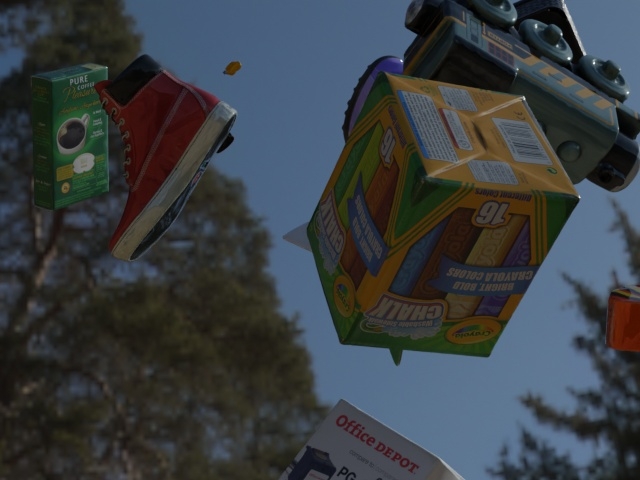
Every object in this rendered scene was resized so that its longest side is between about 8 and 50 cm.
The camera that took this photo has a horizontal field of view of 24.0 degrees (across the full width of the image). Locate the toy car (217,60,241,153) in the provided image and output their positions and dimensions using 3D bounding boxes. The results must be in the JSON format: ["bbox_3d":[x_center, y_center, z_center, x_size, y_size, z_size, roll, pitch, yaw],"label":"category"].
[{"bbox_3d":[-0.128,-0.182,2.045,0.060,0.040,0.122,31,-88,-20],"label":"toy car"}]

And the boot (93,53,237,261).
[{"bbox_3d":[-0.243,-0.109,1.933,0.176,0.244,0.088,32,-1,4],"label":"boot"}]

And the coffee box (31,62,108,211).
[{"bbox_3d":[-0.337,-0.142,2.029,0.040,0.113,0.184,16,-64,33],"label":"coffee box"}]

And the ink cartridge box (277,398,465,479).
[{"bbox_3d":[0.026,0.310,1.600,0.237,0.172,0.100,-52,-47,-11],"label":"ink cartridge box"}]

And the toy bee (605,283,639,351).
[{"bbox_3d":[0.444,0.094,1.514,0.298,0.162,0.195,28,-71,14],"label":"toy bee"}]

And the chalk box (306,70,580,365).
[{"bbox_3d":[0.104,0.000,1.553,0.179,0.180,0.289,7,-52,-24],"label":"chalk box"}]

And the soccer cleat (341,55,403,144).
[{"bbox_3d":[0.087,-0.088,2.016,0.109,0.318,0.116,11,3,-41],"label":"soccer cleat"}]

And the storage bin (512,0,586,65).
[{"bbox_3d":[0.304,-0.237,2.065,0.122,0.084,0.180,-22,-67,15],"label":"storage bin"}]

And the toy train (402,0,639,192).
[{"bbox_3d":[0.243,-0.176,1.795,0.334,0.190,0.142,30,-56,-15],"label":"toy train"}]

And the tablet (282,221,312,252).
[{"bbox_3d":[0.000,0.000,1.866,0.054,0.083,0.006,-30,-48,-40],"label":"tablet"}]
